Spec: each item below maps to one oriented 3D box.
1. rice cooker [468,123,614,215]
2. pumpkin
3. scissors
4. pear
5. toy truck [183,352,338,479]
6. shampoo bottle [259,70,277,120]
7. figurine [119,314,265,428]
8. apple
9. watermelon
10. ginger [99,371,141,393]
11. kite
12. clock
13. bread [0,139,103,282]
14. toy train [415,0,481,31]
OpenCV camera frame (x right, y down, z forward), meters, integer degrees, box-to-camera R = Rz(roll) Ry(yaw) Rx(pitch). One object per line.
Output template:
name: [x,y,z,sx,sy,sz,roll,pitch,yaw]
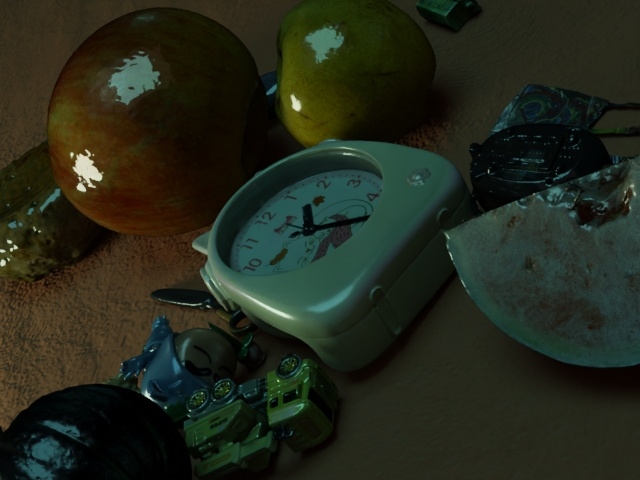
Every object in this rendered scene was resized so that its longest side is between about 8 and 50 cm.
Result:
rice cooker: [0.235,-0.064,1.512,0.165,0.106,0.112,7,55,30]
pumpkin: [-0.267,0.253,1.439,0.248,0.248,0.248,-24,37,19]
scissors: [-0.138,0.075,1.752,0.220,0.017,0.088,4,51,44]
pear: [0.043,-0.204,1.763,0.209,0.209,0.209,-24,37,19]
toy truck: [-0.066,0.196,1.496,0.169,0.077,0.100,-22,40,20]
shampoo bottle: [-0.129,-0.176,2.007,0.234,0.049,0.087,-24,39,18]
figurine: [-0.147,0.134,1.622,0.144,0.114,0.178,-37,26,-3]
apple: [-0.195,-0.149,1.830,0.302,0.301,0.301,-24,37,19]
watermelon: [0.306,0.016,1.345,0.322,0.188,0.175,-17,-6,37]
ginger: [-0.257,0.248,1.603,0.104,0.080,0.204,-48,15,51]
kite: [0.303,-0.120,1.598,0.285,0.015,0.152,4,54,47]
clock: [0.000,0.000,1.625,0.324,0.108,0.265,17,58,47]
bread: [-0.390,-0.039,2.017,0.230,0.123,0.230,-28,35,22]
toy train: [0.172,-0.317,1.921,0.056,0.038,0.093,-48,36,-5]
